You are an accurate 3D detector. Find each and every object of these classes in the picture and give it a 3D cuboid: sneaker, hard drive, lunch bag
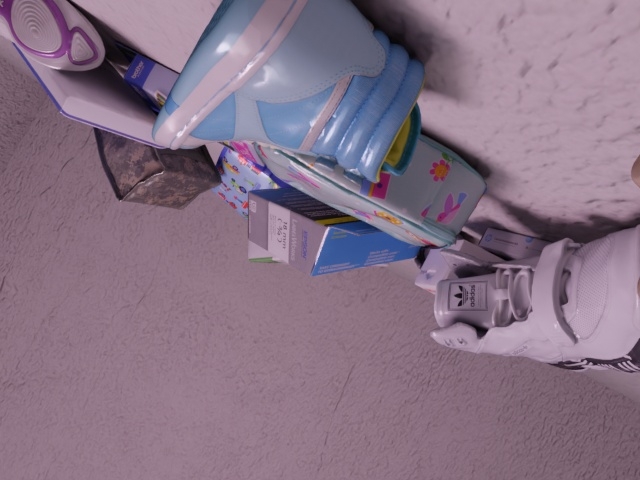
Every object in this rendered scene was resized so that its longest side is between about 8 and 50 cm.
[{"bbox_3d":[0.239,0.071,0.617,0.210,0.138,0.366,7,163,11],"label":"sneaker"},{"bbox_3d":[-0.436,-0.296,1.011,0.319,0.040,0.210,46,-162,31],"label":"hard drive"},{"bbox_3d":[-0.155,-0.143,1.357,0.221,0.138,0.293,40,166,-6],"label":"lunch bag"},{"bbox_3d":[-0.032,-0.113,0.508,0.208,0.127,0.319,29,166,-22],"label":"sneaker"},{"bbox_3d":[0.059,-0.082,0.690,0.279,0.108,0.224,28,177,-2],"label":"lunch bag"},{"bbox_3d":[-0.489,-0.383,0.903,0.305,0.114,0.152,27,-163,-3],"label":"sneaker"},{"bbox_3d":[-0.391,-0.234,1.255,0.287,0.168,0.235,63,-163,11],"label":"lunch bag"}]

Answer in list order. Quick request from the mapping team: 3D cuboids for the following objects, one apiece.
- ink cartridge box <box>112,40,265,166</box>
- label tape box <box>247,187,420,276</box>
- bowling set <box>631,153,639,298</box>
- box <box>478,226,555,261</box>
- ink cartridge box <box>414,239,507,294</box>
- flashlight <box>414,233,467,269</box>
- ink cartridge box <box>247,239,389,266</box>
[{"bbox_3d":[-0.240,-0.251,1.027,0.311,0.065,0.186,30,176,2],"label":"ink cartridge box"},{"bbox_3d":[0.050,-0.016,0.964,0.240,0.106,0.333,-7,-160,-34],"label":"label tape box"},{"bbox_3d":[0.259,0.041,0.260,0.154,0.200,0.287,27,-179,-1],"label":"bowling set"},{"bbox_3d":[0.351,0.043,0.809,0.145,0.038,0.186,31,175,-29],"label":"box"},{"bbox_3d":[0.274,0.080,0.870,0.203,0.086,0.148,27,175,-5],"label":"ink cartridge box"},{"bbox_3d":[0.295,0.067,1.109,0.103,0.103,0.304,22,172,40],"label":"flashlight"},{"bbox_3d":[0.000,0.000,1.272,0.278,0.117,0.201,7,172,-38],"label":"ink cartridge box"}]
